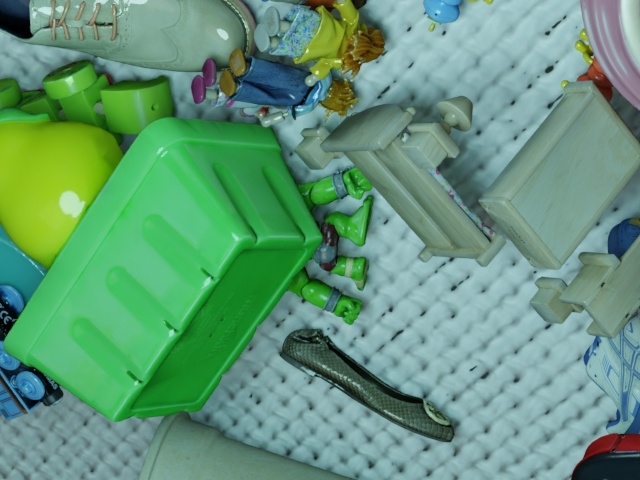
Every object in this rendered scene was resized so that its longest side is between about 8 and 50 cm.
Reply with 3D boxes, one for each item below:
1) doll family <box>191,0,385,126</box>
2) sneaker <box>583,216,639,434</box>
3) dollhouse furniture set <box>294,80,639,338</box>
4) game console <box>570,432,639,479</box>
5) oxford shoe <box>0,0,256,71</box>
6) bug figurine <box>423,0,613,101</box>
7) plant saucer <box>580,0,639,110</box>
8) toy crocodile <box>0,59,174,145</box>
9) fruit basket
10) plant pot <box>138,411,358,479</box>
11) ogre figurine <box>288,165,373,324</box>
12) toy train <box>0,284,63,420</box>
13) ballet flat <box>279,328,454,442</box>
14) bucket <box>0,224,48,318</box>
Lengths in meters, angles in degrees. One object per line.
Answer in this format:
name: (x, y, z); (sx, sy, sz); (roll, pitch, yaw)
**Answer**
doll family: (-0.021, -0.197, 1.909); (0.263, 0.163, 0.118); (-52, 46, 38)
sneaker: (0.354, 0.115, 1.935); (0.131, 0.112, 0.296); (-3, 114, 33)
dollhouse furniture set: (0.192, -0.062, 1.896); (0.303, 0.174, 0.355); (48, 161, -22)
game console: (0.482, 0.368, 1.889); (0.342, 0.060, 0.386); (-2, 127, 32)
oxford shoe: (-0.272, -0.263, 1.992); (0.397, 0.146, 0.140); (14, 120, 17)
bug figurine: (0.240, -0.265, 1.790); (0.279, 0.072, 0.216); (29, 126, 9)
plant saucer: (0.422, -0.245, 1.662); (0.332, 0.084, 0.332); (5, 114, 11)
toy crocodile: (-0.339, -0.160, 2.125); (0.341, 0.105, 0.115); (-8, 115, 34)
fruit basket: (-0.237, -0.014, 1.994); (0.392, 0.283, 0.392); (0, 90, 34)
plant pot: (-0.075, 0.410, 2.211); (0.305, 0.334, 0.333); (10, 122, 8)
ogre figurine: (0.000, 0.000, 2.049); (0.118, 0.097, 0.197); (9, 133, 8)
toy train: (-0.395, 0.136, 2.102); (0.105, 0.080, 0.184); (-23, 107, 41)
ballet flat: (0.065, 0.182, 2.144); (0.250, 0.084, 0.058); (29, 91, 12)
bucket: (-0.391, 0.046, 2.209); (0.281, 0.183, 0.281); (12, 122, 20)
